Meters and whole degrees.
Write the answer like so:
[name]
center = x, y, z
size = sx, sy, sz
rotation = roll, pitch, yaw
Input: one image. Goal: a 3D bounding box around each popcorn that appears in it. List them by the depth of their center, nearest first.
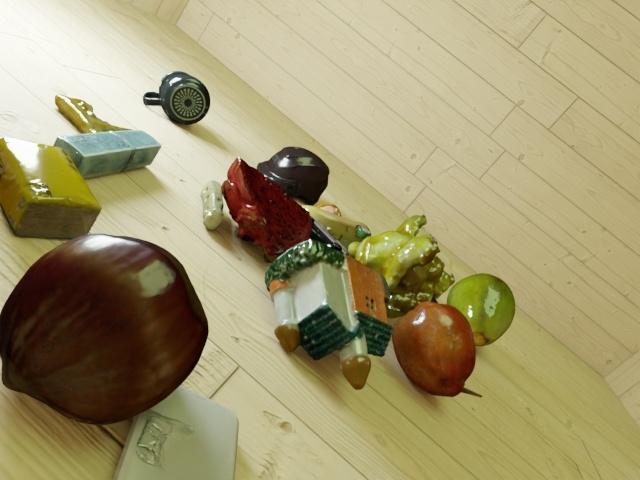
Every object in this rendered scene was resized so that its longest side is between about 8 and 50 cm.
[popcorn]
center = 0.237, 0.073, 1.307
size = 0.290, 0.325, 0.321
rotation = 2, -14, 28

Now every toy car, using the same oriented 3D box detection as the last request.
[toy car]
center = 0.000, 0.000, 1.375
size = 0.210, 0.089, 0.108
rotation = 45, 19, 12

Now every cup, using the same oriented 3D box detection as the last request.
[cup]
center = -0.513, -0.511, 1.525
size = 0.223, 0.169, 0.176
rotation = -8, 37, -24

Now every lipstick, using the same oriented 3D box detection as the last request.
[lipstick]
center = -0.472, -0.197, 0.965
size = 0.077, 0.076, 0.289
rotation = 40, 18, -2

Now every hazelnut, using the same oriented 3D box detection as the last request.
[hazelnut]
center = -0.259, 0.096, 0.513
size = 0.229, 0.229, 0.229
rotation = 34, 19, -14

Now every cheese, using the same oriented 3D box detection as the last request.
[cheese]
center = -0.278, -0.096, 1.112
size = 0.043, 0.065, 0.194
rotation = 36, 16, -31

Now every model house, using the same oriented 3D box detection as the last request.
[model house]
center = 0.024, 0.184, 0.920
size = 0.271, 0.190, 0.300
rotation = 30, 36, -36

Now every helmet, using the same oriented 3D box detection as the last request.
[helmet]
center = -0.088, -0.284, 1.743
size = 0.305, 0.177, 0.225
rotation = 25, 25, -38

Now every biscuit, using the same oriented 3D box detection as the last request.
[biscuit]
center = -0.559, -0.299, 1.101
size = 0.183, 0.039, 0.174
rotation = 42, 20, 8

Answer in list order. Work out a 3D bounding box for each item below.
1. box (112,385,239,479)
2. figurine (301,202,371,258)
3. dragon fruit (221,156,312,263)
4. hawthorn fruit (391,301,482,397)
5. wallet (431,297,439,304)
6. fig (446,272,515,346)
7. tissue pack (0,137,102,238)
[box]
center = -0.161, 0.284, 0.479
size = 0.142, 0.044, 0.285
rotation = 34, 19, -21
[figurine]
center = 0.048, -0.055, 1.547
size = 0.325, 0.124, 0.222
rotation = 22, 25, -32
[dragon fruit]
center = -0.156, -0.036, 1.112
size = 0.317, 0.152, 0.205
rotation = 39, 31, -48
[hawthorn fruit]
center = 0.303, 0.290, 1.093
size = 0.210, 0.210, 0.262
rotation = 20, 34, -45
[wallet]
center = 0.337, 0.166, 1.667
size = 0.228, 0.062, 0.406
rotation = 29, 20, -26
[fig]
center = 0.616, 0.273, 1.656
size = 0.258, 0.258, 0.326
rotation = 39, 31, 1
[tissue pack]
center = -0.461, -0.087, 0.718
size = 0.169, 0.082, 0.120
rotation = 48, 22, 26
